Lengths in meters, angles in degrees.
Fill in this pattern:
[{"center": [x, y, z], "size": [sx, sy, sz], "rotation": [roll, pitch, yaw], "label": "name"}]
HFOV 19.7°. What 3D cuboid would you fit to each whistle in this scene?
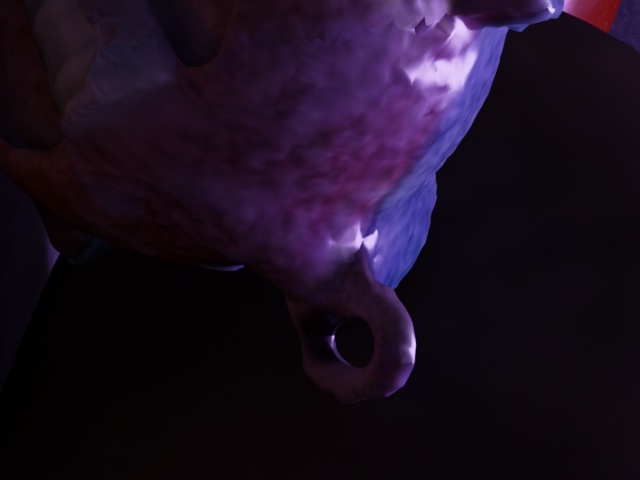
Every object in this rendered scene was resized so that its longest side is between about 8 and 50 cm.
[{"center": [-0.042, -0.125, 0.444], "size": [0.142, 0.133, 0.346], "rotation": [-34, -108, 55], "label": "whistle"}]

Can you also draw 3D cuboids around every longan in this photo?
[{"center": [0.041, 0.116, 0.593], "size": [0.404, 0.336, 0.404], "rotation": [-8, 90, -76], "label": "longan"}]

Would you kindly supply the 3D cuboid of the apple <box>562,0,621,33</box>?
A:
[{"center": [0.072, -0.198, 1.222], "size": [0.216, 0.260, 0.260], "rotation": [-50, 168, -7], "label": "apple"}]
